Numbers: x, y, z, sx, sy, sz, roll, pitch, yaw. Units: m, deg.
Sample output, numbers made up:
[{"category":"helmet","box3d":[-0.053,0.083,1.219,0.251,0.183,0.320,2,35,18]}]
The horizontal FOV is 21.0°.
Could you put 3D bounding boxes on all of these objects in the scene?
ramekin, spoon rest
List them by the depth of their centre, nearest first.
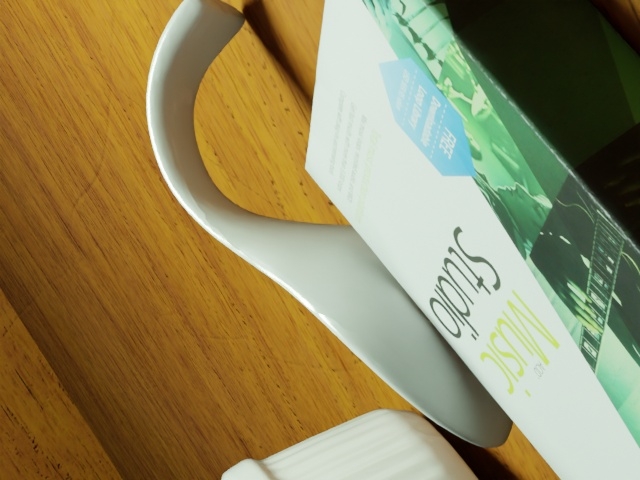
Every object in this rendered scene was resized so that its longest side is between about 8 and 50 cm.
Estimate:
[{"category":"spoon rest","box3d":[0.000,0.000,0.874,0.276,0.084,0.137,52,-165,20]},{"category":"ramekin","box3d":[0.060,0.227,1.071,0.273,0.127,0.273,56,172,12]}]

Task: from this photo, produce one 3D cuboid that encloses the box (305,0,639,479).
[{"category":"box","box3d":[0.114,0.029,0.680,0.322,0.058,0.232,50,164,15]}]
